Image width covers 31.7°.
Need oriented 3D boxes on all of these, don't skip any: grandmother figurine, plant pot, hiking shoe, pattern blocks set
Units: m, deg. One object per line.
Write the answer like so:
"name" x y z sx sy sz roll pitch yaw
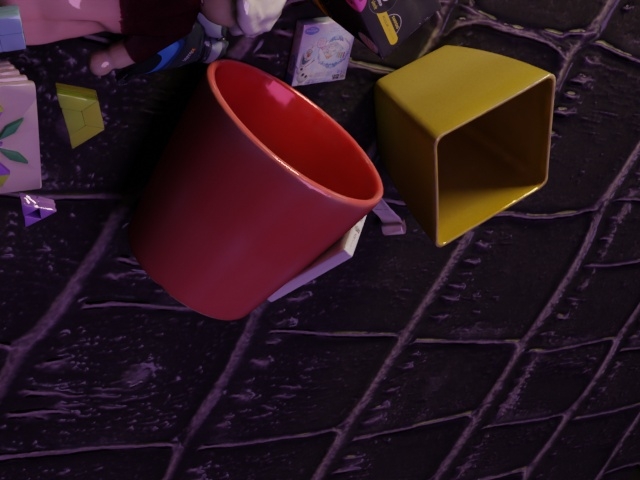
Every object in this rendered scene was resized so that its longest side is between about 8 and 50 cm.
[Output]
"grandmother figurine" -0.201 -0.250 1.130 0.342 0.104 0.208 -3 157 -13
"plant pot" -0.096 -0.050 1.411 0.275 0.275 0.243 13 123 -49
"plant pot" 0.190 -0.158 1.621 0.212 0.187 0.212 -29 139 -20
"hiking shoe" -0.178 -0.301 1.201 0.132 0.113 0.304 -25 136 -20
"pattern blocks set" -0.369 -0.105 1.171 0.285 0.026 0.325 -17 146 -4

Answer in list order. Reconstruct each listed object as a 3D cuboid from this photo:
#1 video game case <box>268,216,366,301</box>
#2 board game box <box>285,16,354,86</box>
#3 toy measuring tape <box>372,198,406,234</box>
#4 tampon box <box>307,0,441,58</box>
"video game case" 0.000 0.000 1.485 0.019 0.143 0.157 43 131 -20
"board game box" 0.001 -0.252 1.492 0.090 0.020 0.090 -13 133 -35
"toy measuring tape" 0.045 -0.048 1.640 0.121 0.121 0.330 -45 143 -1
"tampon box" 0.045 -0.321 1.353 0.101 0.161 0.120 -42 142 -5
